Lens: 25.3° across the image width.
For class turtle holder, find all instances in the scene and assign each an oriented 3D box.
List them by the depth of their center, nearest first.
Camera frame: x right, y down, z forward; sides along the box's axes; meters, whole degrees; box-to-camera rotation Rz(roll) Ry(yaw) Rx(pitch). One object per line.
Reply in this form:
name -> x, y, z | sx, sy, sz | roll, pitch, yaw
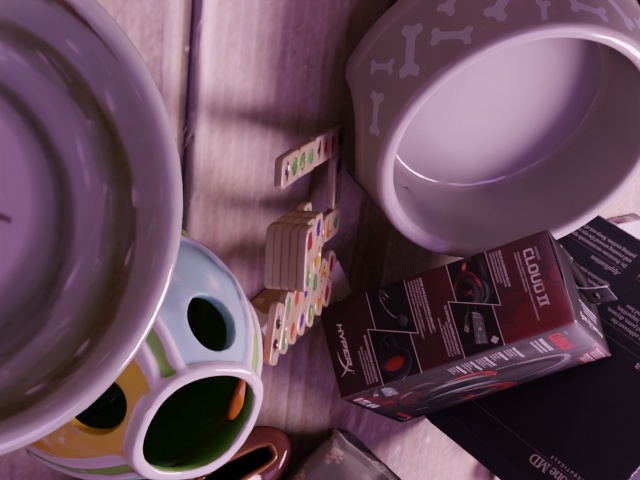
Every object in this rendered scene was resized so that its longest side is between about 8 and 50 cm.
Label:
turtle holder -> -0.189, 0.091, 1.249 | 0.243, 0.227, 0.320 | -51, 142, -2

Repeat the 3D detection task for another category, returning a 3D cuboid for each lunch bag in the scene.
lunch bag -> 0.003, 0.355, 1.681 | 0.235, 0.169, 0.287 | -47, 170, -4

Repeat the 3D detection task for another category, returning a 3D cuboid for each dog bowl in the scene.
dog bowl -> 0.191, -0.123, 1.454 | 0.349, 0.102, 0.348 | -11, 137, -11

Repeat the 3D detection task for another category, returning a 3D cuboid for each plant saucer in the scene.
plant saucer -> -0.302, -0.033, 1.066 | 0.401, 0.100, 0.400 | 2, 86, -30

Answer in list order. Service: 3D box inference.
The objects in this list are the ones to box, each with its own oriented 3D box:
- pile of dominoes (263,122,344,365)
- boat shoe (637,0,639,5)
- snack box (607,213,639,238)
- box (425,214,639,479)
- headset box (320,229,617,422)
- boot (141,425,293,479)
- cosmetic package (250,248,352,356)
pile of dominoes -> 0.000, 0.000, 1.381 | 0.251, 0.040, 0.195 | -40, 134, -70
boat shoe -> 0.290, -0.180, 1.620 | 0.306, 0.113, 0.105 | -48, 157, 8
snack box -> 0.395, 0.049, 1.969 | 0.064, 0.022, 0.178 | -11, 125, -41
box -> 0.317, 0.162, 1.721 | 0.312, 0.343, 0.179 | -46, 142, -8
headset box -> 0.177, 0.096, 1.564 | 0.293, 0.110, 0.218 | -20, 161, 15
boot -> -0.105, 0.231, 1.443 | 0.264, 0.096, 0.280 | -15, 166, -26
cosmetic package -> -0.026, 0.066, 1.543 | 0.115, 0.041, 0.060 | -40, 140, -16
